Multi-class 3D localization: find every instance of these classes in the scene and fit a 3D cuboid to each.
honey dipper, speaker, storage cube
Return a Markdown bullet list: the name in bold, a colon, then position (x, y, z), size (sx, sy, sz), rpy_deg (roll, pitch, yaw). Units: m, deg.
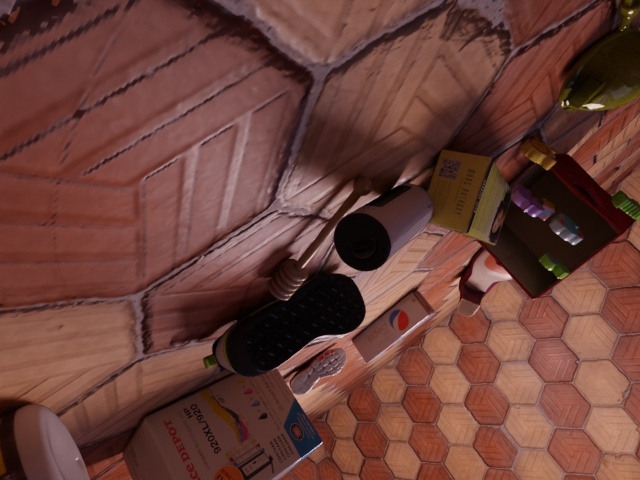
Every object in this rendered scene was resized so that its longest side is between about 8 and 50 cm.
- **honey dipper**: position (0.000, 0.000, 0.446), size (0.030, 0.030, 0.161), rpy_deg (-6, 142, -53)
- **speaker**: position (0.066, -0.017, 0.432), size (0.055, 0.055, 0.136), rpy_deg (-51, 169, 33)
- **storage cube**: position (0.440, -0.033, 0.851), size (0.193, 0.184, 0.215), rpy_deg (-16, 150, -46)

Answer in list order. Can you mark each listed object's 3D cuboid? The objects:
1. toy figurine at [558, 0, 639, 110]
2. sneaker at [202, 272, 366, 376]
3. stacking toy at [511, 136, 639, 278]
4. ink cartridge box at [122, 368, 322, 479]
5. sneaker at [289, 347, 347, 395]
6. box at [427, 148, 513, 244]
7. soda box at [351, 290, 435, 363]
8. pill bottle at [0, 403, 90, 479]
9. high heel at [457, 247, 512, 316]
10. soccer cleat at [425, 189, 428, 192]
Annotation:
- **toy figurine**: position (0.487, -0.211, 0.499), size (0.362, 0.217, 0.191), rpy_deg (-29, 158, -19)
- **sneaker**: position (-0.042, 0.102, 0.566), size (0.234, 0.084, 0.097), rpy_deg (-13, 173, -44)
- **stacking toy**: position (0.356, -0.039, 0.695), size (0.167, 0.221, 0.052), rpy_deg (-56, -175, 41)
- **ink cartridge box**: position (-0.157, 0.334, 0.707), size (0.232, 0.171, 0.168), rpy_deg (-15, 150, -45)
- **sneaker**: position (-0.011, 0.303, 1.059), size (0.157, 0.061, 0.065), rpy_deg (-27, -176, -21)
- **box**: position (0.198, -0.047, 0.574), size (0.232, 0.058, 0.088), rpy_deg (6, 103, -60)
- **soda box**: position (0.188, 0.225, 1.151), size (0.216, 0.074, 0.069), rpy_deg (-44, 158, 19)
- **pill bottle**: position (-0.302, 0.231, 0.337), size (0.214, 0.117, 0.117), rpy_deg (-27, 157, -24)
- **high heel**: position (0.504, 0.057, 1.309), size (0.181, 0.127, 0.377), rpy_deg (-57, 172, -42)
- **soccer cleat**: position (0.121, -0.038, 0.561), size (0.083, 0.029, 0.035), rpy_deg (-43, 150, 8)
